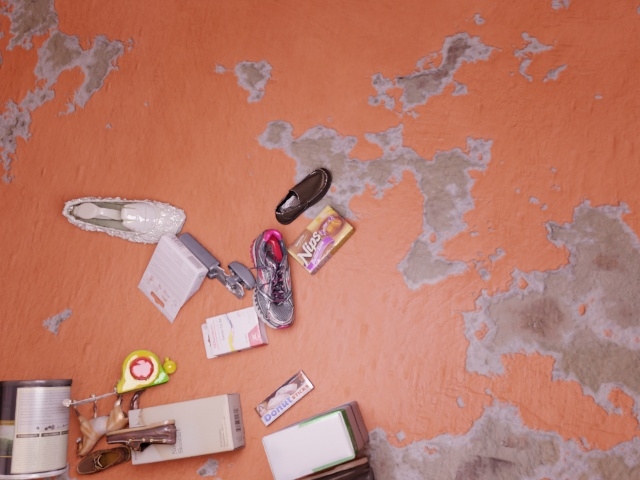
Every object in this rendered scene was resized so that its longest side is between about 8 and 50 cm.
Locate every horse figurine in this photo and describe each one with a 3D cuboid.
[{"bbox_3d":[-0.653,0.535,1.869,0.263,0.066,0.174,-23,64,10],"label":"horse figurine"}]

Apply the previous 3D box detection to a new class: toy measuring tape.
[{"bbox_3d":[-0.596,0.400,1.825,0.330,0.121,0.121,-12,73,-19],"label":"toy measuring tape"}]

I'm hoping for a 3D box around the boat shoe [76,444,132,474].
[{"bbox_3d":[-0.659,0.660,1.847,0.178,0.060,0.064,-20,74,8],"label":"boat shoe"}]

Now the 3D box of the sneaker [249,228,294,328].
[{"bbox_3d":[-0.141,0.112,1.795,0.121,0.112,0.299,-7,75,-24],"label":"sneaker"}]

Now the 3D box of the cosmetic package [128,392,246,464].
[{"bbox_3d":[-0.386,0.545,1.782,0.310,0.113,0.160,-13,76,10],"label":"cosmetic package"}]

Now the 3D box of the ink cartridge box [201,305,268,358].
[{"bbox_3d":[-0.267,0.278,1.834,0.198,0.067,0.115,-16,75,9],"label":"ink cartridge box"}]

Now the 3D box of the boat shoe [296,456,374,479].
[{"bbox_3d":[-0.013,0.685,1.663,0.335,0.112,0.095,-21,69,5],"label":"boat shoe"}]

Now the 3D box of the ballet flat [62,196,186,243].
[{"bbox_3d":[-0.641,-0.071,1.966,0.409,0.147,0.146,4,79,13],"label":"ballet flat"}]

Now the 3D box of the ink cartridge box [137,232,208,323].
[{"bbox_3d":[-0.461,0.117,1.909,0.181,0.056,0.224,43,122,18],"label":"ink cartridge box"}]

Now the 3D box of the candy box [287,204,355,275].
[{"bbox_3d":[0.000,0.000,1.839,0.186,0.053,0.109,-46,72,-1],"label":"candy box"}]

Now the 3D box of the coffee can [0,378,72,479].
[{"bbox_3d":[-0.860,0.558,1.843,0.202,0.201,0.275,-4,77,12],"label":"coffee can"}]

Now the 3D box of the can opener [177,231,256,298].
[{"bbox_3d":[-0.320,0.070,1.903,0.283,0.076,0.095,41,57,18],"label":"can opener"}]

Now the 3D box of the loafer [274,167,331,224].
[{"bbox_3d":[-0.054,-0.136,1.867,0.080,0.078,0.220,43,90,18],"label":"loafer"}]

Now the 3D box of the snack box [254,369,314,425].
[{"bbox_3d":[-0.105,0.456,1.780,0.178,0.022,0.064,-40,74,2],"label":"snack box"}]

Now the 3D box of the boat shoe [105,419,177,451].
[{"bbox_3d":[-0.500,0.551,1.709,0.207,0.073,0.073,-13,73,10],"label":"boat shoe"}]

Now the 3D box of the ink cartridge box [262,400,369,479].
[{"bbox_3d":[0.000,0.519,1.604,0.211,0.289,0.121,-22,77,8],"label":"ink cartridge box"}]
